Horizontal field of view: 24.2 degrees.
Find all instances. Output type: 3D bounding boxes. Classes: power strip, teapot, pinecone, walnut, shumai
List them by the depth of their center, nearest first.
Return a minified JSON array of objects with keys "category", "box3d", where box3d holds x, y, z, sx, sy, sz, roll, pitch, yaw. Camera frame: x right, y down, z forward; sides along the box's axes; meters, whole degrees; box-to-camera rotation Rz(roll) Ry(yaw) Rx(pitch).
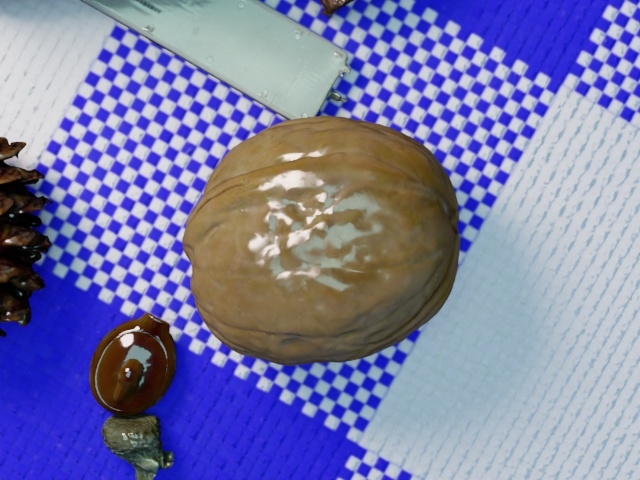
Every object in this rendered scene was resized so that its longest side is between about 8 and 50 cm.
[{"category":"walnut","box3d":[0.000,-0.001,1.672,0.313,0.252,0.277,-4,93,9]},{"category":"pinecone","box3d":[-0.407,-0.009,1.680,0.224,0.224,0.272,-16,97,0]},{"category":"teapot","box3d":[-0.220,0.146,1.759,0.098,0.078,0.129,30,92,-3]},{"category":"power strip","box3d":[-0.128,-0.253,1.760,0.367,0.043,0.106,30,92,-2]},{"category":"shumai","box3d":[-0.220,0.250,1.772,0.083,0.082,0.080,9,105,39]}]

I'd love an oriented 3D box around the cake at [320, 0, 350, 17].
[{"category":"cake","box3d":[0.027,-0.352,1.712,0.135,0.135,0.147,-33,98,0]}]
